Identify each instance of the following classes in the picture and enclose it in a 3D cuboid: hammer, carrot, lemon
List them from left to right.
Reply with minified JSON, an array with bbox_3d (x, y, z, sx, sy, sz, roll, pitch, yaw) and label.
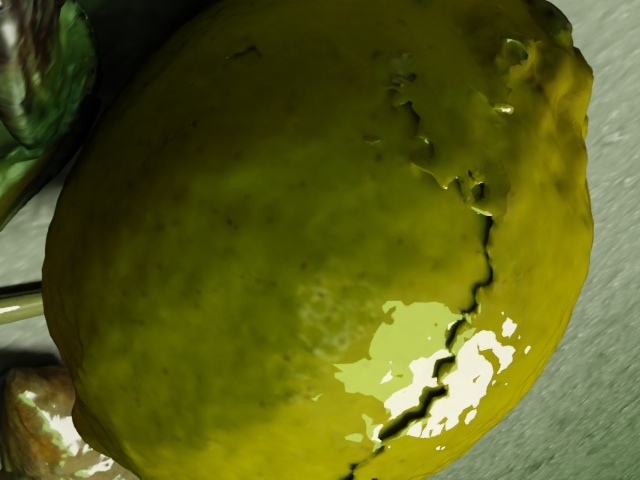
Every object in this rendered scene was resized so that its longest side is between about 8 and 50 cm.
[{"bbox_3d":[-0.131,0.031,0.842,0.199,0.013,0.062,-11,151,-43],"label":"hammer"},{"bbox_3d":[-0.127,0.122,0.977,0.102,0.102,0.263,-30,154,-4],"label":"carrot"},{"bbox_3d":[0.000,0.000,0.689,0.260,0.204,0.204,-44,157,19],"label":"lemon"}]

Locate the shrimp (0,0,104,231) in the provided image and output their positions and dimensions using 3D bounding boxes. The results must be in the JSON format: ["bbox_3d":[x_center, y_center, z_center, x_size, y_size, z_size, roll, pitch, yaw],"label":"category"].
[{"bbox_3d":[-0.177,-0.030,0.546,0.272,0.085,0.445,-29,163,-21],"label":"shrimp"}]
